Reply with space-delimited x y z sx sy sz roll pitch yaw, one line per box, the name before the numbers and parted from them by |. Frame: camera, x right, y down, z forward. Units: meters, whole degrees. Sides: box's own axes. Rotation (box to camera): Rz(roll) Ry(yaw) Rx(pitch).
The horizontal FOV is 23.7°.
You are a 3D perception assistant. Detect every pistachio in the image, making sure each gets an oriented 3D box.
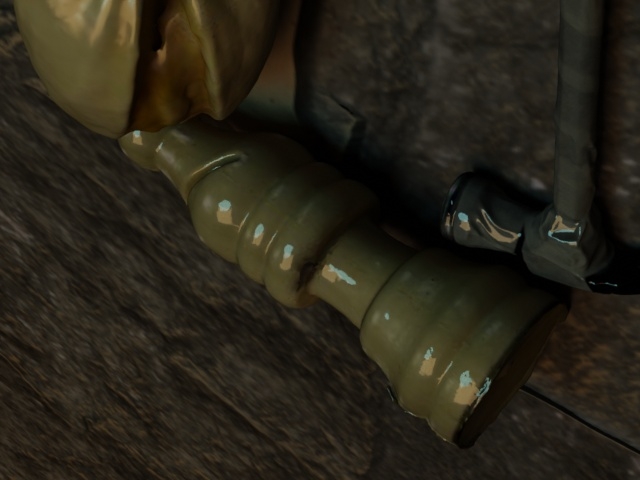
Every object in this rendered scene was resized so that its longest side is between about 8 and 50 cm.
pistachio | -0.099 -0.141 0.862 0.157 0.157 0.229 30 154 13

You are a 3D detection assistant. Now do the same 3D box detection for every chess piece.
chess piece | 0.000 0.000 0.983 0.307 0.139 0.124 35 132 15

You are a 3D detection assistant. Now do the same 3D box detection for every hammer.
hammer | 0.121 -0.119 0.756 0.152 0.044 0.427 21 145 25
